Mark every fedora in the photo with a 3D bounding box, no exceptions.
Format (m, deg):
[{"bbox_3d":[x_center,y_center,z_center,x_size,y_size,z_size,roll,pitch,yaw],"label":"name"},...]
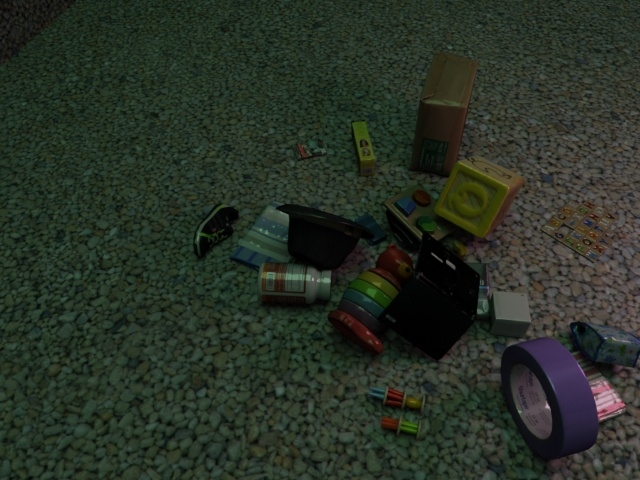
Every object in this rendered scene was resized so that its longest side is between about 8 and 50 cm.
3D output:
[{"bbox_3d":[0.000,0.000,1.696,0.333,0.334,0.153,16,87,14],"label":"fedora"}]

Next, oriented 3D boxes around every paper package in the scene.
[{"bbox_3d":[0.446,-0.452,2.007,0.168,0.325,0.310,14,51,12],"label":"paper package"}]

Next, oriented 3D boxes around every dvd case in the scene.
[{"bbox_3d":[-0.044,-0.352,2.139,0.119,0.013,0.087,-15,51,-9],"label":"dvd case"}]

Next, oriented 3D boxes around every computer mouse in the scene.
[{"bbox_3d":[0.280,0.007,1.804,0.184,0.060,0.262,-32,68,-28],"label":"computer mouse"}]

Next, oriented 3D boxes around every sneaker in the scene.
[{"bbox_3d":[-0.341,-0.040,1.839,0.097,0.084,0.235,15,52,12],"label":"sneaker"}]

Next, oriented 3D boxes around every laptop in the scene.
[{"bbox_3d":[0.313,0.155,1.552,0.234,0.136,0.264,36,47,-17],"label":"laptop"}]

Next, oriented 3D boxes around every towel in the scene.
[{"bbox_3d":[-0.145,-0.010,1.843,0.209,0.034,0.285,21,54,19],"label":"towel"},{"bbox_3d":[0.169,-0.037,1.860,0.067,0.029,0.119,-24,53,-17],"label":"towel"},{"bbox_3d":[0.700,0.398,1.486,0.144,0.029,0.197,-16,49,-12],"label":"towel"}]

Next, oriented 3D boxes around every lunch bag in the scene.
[{"bbox_3d":[0.782,0.276,1.526,0.128,0.096,0.151,11,20,-8],"label":"lunch bag"}]

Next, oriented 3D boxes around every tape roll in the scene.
[{"bbox_3d":[0.546,0.379,1.340,0.090,0.275,0.275,-12,51,-9],"label":"tape roll"}]

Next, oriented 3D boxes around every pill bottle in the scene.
[{"bbox_3d":[-0.076,0.130,1.667,0.216,0.121,0.121,3,50,3],"label":"pill bottle"}]

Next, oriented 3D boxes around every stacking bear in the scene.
[{"bbox_3d":[0.163,0.148,1.573,0.175,0.164,0.289,42,75,-18],"label":"stacking bear"}]

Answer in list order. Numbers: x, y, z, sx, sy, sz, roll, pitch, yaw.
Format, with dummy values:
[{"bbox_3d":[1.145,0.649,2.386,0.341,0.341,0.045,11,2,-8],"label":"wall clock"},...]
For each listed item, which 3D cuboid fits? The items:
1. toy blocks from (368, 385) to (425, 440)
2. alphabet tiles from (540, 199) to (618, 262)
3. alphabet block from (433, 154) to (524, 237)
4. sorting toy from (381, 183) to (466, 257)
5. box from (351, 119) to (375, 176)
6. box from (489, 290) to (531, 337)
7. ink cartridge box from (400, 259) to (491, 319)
[{"bbox_3d":[0.191,0.444,1.439,0.148,0.054,0.123,11,51,11],"label":"toy blocks"},{"bbox_3d":[0.894,-0.047,1.863,0.237,0.009,0.198,-37,58,-25],"label":"alphabet tiles"},{"bbox_3d":[0.515,-0.147,1.792,0.192,0.194,0.197,30,29,22],"label":"alphabet block"},{"bbox_3d":[0.371,-0.059,1.811,0.229,0.041,0.307,-25,64,-41],"label":"sorting toy"},{"bbox_3d":[0.160,-0.352,2.088,0.058,0.087,0.232,-7,51,-2],"label":"box"},{"bbox_3d":[0.546,0.214,1.601,0.101,0.087,0.101,5,50,5],"label":"box"},{"bbox_3d":[0.334,0.146,1.654,0.332,0.065,0.166,1,68,4],"label":"ink cartridge box"}]
